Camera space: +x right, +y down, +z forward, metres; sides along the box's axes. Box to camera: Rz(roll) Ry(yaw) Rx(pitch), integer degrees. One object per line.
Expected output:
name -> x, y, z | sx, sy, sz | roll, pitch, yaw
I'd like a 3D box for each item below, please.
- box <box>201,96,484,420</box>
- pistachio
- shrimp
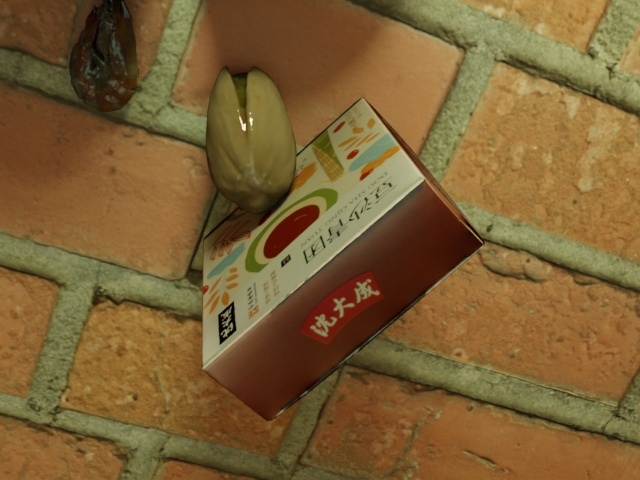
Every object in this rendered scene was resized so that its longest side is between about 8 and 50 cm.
box -> 0.000, 0.000, 1.054 | 0.344, 0.385, 0.122 | -41, 113, 10
pistachio -> -0.101, -0.148, 1.095 | 0.136, 0.136, 0.226 | -7, 73, -5
shrimp -> -0.307, -0.274, 1.087 | 0.101, 0.042, 0.190 | 8, 113, -3
